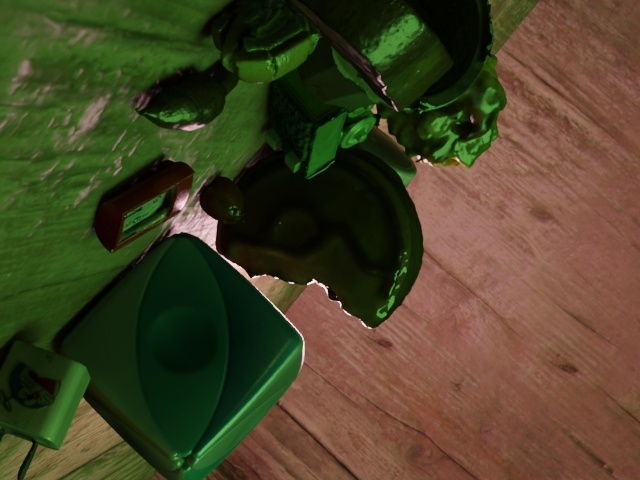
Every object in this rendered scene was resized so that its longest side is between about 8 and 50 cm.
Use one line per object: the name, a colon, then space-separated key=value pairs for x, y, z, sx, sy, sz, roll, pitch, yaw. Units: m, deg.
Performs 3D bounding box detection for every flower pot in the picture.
flower pot: x=0.087 y=-0.321 z=1.559 sx=0.290 sy=0.290 sz=0.259 roll=-46 pitch=-166 yaw=-18

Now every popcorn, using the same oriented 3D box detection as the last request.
popcorn: x=0.261 y=-0.327 z=2.264 sx=0.312 sy=0.312 sz=0.312 roll=-47 pitch=171 yaw=-10

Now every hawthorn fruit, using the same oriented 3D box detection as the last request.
hawthorn fruit: x=-0.175 y=-0.070 z=1.883 sx=0.081 sy=0.093 sz=0.081 roll=-48 pitch=172 yaw=-9

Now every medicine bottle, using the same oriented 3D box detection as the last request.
medicine bottle: x=0.060 y=-0.134 z=2.258 sx=0.232 sy=0.238 sz=0.238 roll=-52 pitch=170 yaw=21

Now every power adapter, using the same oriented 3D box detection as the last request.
power adapter: x=-0.472 y=0.284 z=1.631 sx=0.125 sy=0.130 sz=0.205 roll=109 pitch=0 yaw=-68

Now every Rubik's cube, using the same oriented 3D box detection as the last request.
Rubik's cube: x=-0.262 y=0.239 z=1.949 sx=0.351 sy=0.347 sz=0.352 roll=-45 pitch=170 yaw=-22

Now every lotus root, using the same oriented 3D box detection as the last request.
lotus root: x=-0.013 y=-0.271 z=0.967 sx=0.111 sy=0.375 sz=0.390 roll=-41 pitch=134 yaw=10

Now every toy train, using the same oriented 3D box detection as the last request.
toy train: x=0.004 y=-0.244 z=1.846 sx=0.188 sy=0.159 sz=0.272 roll=-35 pitch=167 yaw=-17

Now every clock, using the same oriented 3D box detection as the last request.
clock: x=-0.278 y=-0.058 z=1.576 sx=0.155 sy=0.061 sz=0.113 roll=-37 pitch=166 yaw=-38

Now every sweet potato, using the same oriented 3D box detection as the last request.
sweet potato: x=-0.167 y=-0.205 z=1.442 sx=0.269 sy=0.074 sz=0.075 roll=-43 pitch=170 yaw=-51

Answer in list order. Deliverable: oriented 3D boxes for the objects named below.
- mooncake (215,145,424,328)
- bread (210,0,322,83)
mooncake: x=0.000 y=0.000 z=2.059 sx=0.393 sy=0.393 sz=0.246 roll=-16 pitch=-177 yaw=13
bread: x=-0.076 y=-0.283 z=1.395 sx=0.156 sy=0.117 sz=0.064 roll=-43 pitch=171 yaw=-30
